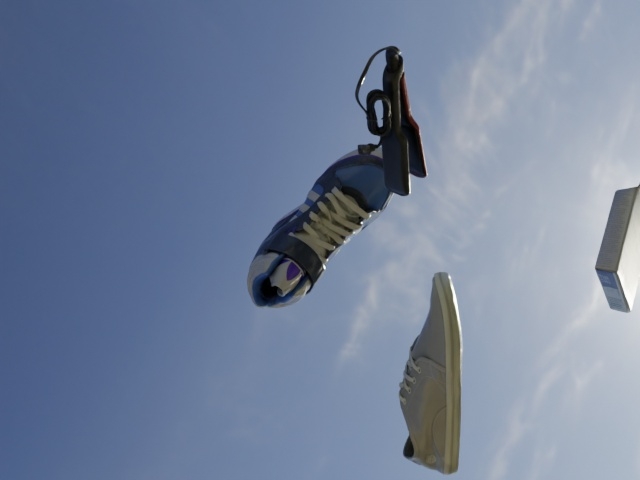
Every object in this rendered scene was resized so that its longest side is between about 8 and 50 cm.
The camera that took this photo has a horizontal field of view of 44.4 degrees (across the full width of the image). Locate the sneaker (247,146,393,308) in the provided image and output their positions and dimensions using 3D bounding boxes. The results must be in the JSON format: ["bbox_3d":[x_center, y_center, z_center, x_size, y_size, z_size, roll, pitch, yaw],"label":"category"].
[{"bbox_3d":[-0.001,0.000,1.342,0.130,0.323,0.236,42,-145,-16],"label":"sneaker"}]

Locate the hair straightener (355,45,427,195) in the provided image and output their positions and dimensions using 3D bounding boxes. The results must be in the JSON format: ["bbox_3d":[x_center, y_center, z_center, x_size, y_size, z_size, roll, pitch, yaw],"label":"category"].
[{"bbox_3d":[0.085,-0.134,0.946,0.089,0.047,0.230,-47,-31,-25],"label":"hair straightener"}]

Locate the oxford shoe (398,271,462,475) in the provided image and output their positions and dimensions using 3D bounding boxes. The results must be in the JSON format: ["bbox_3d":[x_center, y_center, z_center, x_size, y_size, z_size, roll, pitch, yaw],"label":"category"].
[{"bbox_3d":[0.226,0.282,1.615,0.169,0.130,0.449,-64,-26,-69],"label":"oxford shoe"}]

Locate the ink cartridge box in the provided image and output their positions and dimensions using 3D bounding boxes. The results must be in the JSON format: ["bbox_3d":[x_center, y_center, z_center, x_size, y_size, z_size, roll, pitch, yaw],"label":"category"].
[{"bbox_3d":[0.587,-0.002,1.500,0.223,0.045,0.223,44,-116,-53],"label":"ink cartridge box"}]
